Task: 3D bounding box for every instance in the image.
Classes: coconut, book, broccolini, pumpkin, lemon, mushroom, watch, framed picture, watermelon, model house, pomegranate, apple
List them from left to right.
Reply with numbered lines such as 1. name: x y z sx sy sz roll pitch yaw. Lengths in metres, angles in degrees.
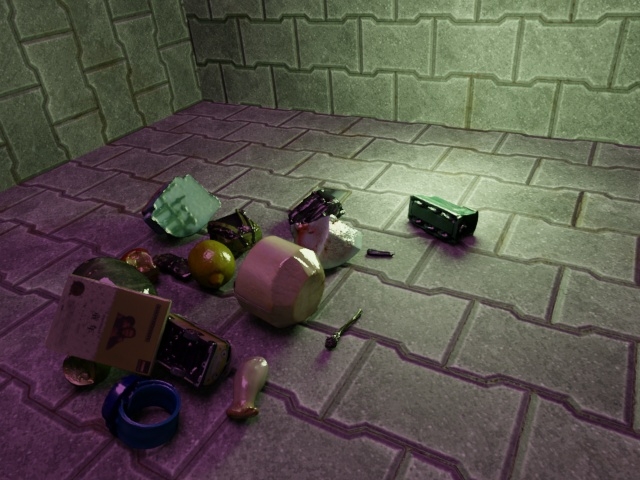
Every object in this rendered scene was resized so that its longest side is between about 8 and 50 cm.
1. pomegranate: -0.727 0.383 1.569 0.143 0.122 0.169 31 85 36
2. book: -0.652 0.255 1.499 0.353 0.239 0.035 13 -9 8
3. pumpkin: -0.715 0.219 1.686 0.258 0.291 0.328 -2 38 -49
4. apple: -0.741 0.120 1.965 0.158 0.156 0.147 -32 31 -18
5. watch: -0.491 0.478 1.381 0.200 0.171 0.196 23 38 14
6. model house: -0.710 -0.145 2.351 0.329 0.251 0.294 -1 49 51
7. lemon: -0.433 0.087 1.940 0.184 0.184 0.248 -17 39 -18
8. mushroom: -0.215 0.435 1.457 0.097 0.088 0.212 24 36 -14
9. coconut: -0.148 0.138 1.724 0.323 0.322 0.323 -4 33 2
10. watermelon: 0.000 0.000 1.984 0.320 0.213 0.289 17 39 12
11. framed picture: 0.006 -0.199 2.472 0.213 0.016 0.289 13 37 26
12. broccolini: 0.081 0.300 1.678 0.044 0.042 0.218 14 31 29

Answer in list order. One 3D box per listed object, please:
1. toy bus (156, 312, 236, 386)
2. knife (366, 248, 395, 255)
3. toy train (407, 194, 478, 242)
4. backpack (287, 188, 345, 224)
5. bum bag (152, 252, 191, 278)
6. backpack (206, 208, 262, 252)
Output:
1. toy bus: -0.413 0.337 1.545 0.306 0.143 0.179 18 -4 33
2. knife: 0.252 0.052 2.045 0.121 0.018 0.031 5 36 12
3. toy train: 0.536 -0.106 2.156 0.178 0.138 0.330 -13 30 -29
4. backpack: -0.028 -0.134 2.274 0.258 0.133 0.206 -35 43 -13
5. bum bag: -0.603 0.104 2.044 0.248 0.069 0.102 14 15 26
6. backpack: -0.375 -0.039 2.166 0.207 0.139 0.253 -29 35 -29
